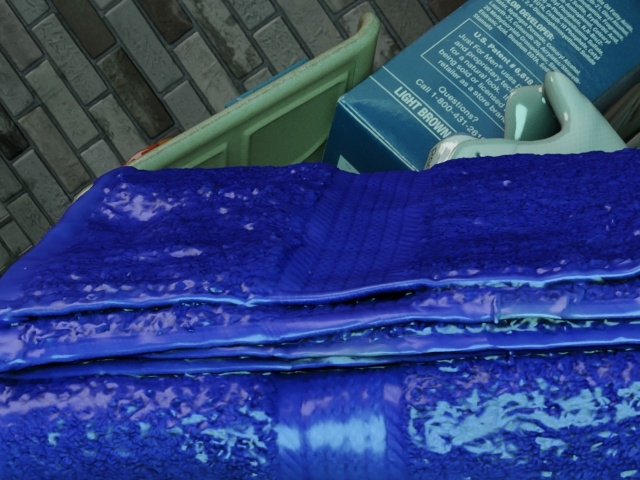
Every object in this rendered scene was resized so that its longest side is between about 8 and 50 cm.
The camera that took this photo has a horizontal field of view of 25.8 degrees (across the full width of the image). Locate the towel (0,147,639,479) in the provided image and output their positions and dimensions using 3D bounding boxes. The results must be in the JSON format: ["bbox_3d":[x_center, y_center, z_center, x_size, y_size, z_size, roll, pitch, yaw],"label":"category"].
[{"bbox_3d":[0.040,0.012,0.530,0.308,0.076,0.227,-2,24,9],"label":"towel"}]

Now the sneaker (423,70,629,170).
[{"bbox_3d":[0.067,0.026,0.688,0.111,0.129,0.297,-22,16,49],"label":"sneaker"}]

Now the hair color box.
[{"bbox_3d":[0.153,-0.105,0.917,0.347,0.105,0.174,-40,-15,-25],"label":"hair color box"}]

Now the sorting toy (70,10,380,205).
[{"bbox_3d":[-0.065,-0.004,0.897,0.229,0.041,0.307,-36,-19,-21],"label":"sorting toy"}]

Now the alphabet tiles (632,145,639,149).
[{"bbox_3d":[0.125,0.011,0.955,0.198,0.009,0.237,-25,13,50],"label":"alphabet tiles"}]
